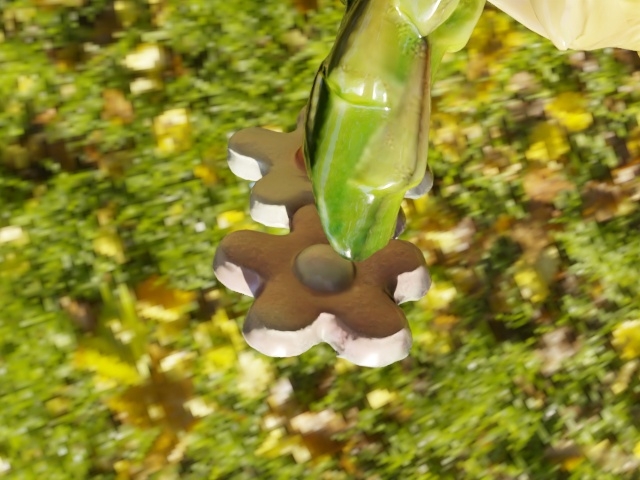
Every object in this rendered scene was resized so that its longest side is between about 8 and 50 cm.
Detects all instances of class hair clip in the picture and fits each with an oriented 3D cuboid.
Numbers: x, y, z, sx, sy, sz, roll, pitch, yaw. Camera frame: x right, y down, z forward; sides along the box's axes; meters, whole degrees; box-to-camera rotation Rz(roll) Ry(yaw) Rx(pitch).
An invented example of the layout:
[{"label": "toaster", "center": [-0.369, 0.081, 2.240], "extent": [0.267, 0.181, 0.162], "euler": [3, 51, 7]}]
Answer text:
[{"label": "hair clip", "center": [0.002, -0.006, 1.232], "extent": [0.146, 0.257, 0.075], "euler": [14, 120, -6]}]

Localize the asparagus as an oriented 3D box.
[{"label": "asparagus", "center": [0.042, -0.128, 0.824], "extent": [0.080, 0.080, 0.287], "euler": [33, 121, 22]}]

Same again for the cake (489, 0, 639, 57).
[{"label": "cake", "center": [0.119, -0.193, 0.447], "extent": [0.321, 0.332, 0.332], "euler": [24, 110, 16]}]
